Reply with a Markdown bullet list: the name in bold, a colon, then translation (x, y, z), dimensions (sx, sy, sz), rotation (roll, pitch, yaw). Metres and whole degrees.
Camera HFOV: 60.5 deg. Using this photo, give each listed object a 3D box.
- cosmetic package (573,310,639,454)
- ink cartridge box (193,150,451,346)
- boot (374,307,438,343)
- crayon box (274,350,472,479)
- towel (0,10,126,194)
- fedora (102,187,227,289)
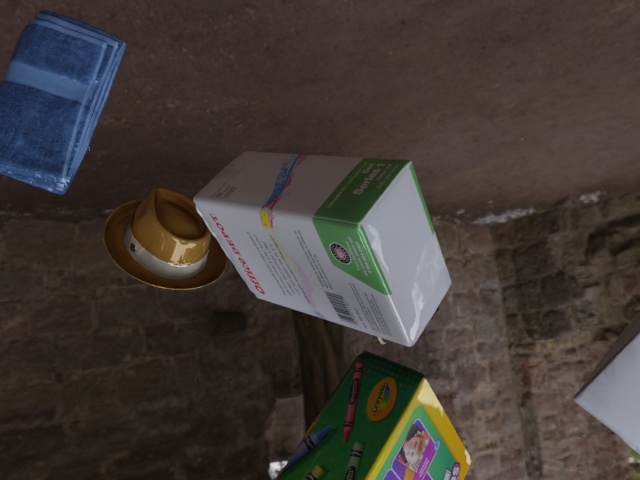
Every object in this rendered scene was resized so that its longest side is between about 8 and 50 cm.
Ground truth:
- **cosmetic package**: translation (0.845, 0.270, 1.194), dimensions (0.393, 0.329, 0.327), rotation (-30, 149, -37)
- **ink cartridge box**: translation (0.000, 0.000, 0.706), dimensions (0.278, 0.117, 0.201), rotation (11, 140, 40)
- **boot**: translation (0.190, 0.168, 1.196), dimensions (0.137, 0.077, 0.198), rotation (10, 137, 15)
- **crayon box**: translation (0.025, 0.265, 0.499), dimensions (0.081, 0.278, 0.165), rotation (12, 144, 43)
- **towel**: translation (-0.186, -0.097, 0.379), dimensions (0.067, 0.119, 0.029), rotation (18, 168, -14)
- **fedora**: translation (-0.220, -0.016, 0.812), dimensions (0.194, 0.194, 0.079), rotation (-1, 134, -36)
